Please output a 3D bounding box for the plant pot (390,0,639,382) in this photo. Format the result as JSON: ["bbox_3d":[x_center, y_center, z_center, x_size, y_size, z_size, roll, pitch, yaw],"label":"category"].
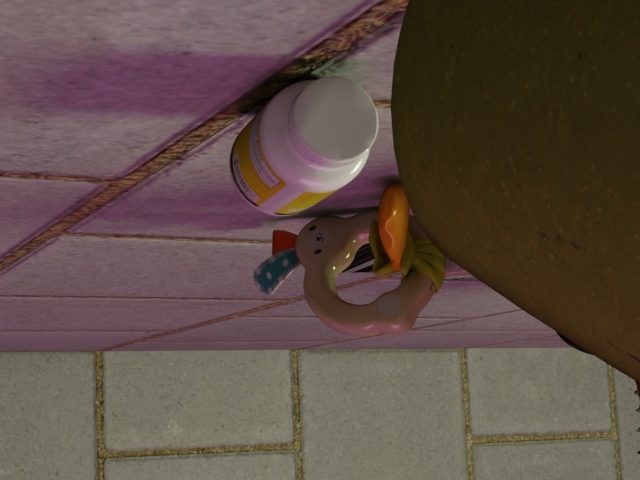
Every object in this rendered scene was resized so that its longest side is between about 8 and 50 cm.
[{"bbox_3d":[0.175,-0.037,0.345,0.294,0.274,0.275,10,-179,40],"label":"plant pot"}]

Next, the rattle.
[{"bbox_3d":[0.000,0.000,1.020,0.200,0.130,0.143,23,176,35],"label":"rattle"}]

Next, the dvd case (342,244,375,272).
[{"bbox_3d":[0.142,0.018,1.316,0.221,0.018,0.164,-1,172,-15],"label":"dvd case"}]

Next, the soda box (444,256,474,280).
[{"bbox_3d":[0.196,0.001,1.093,0.183,0.058,0.063,-4,171,15],"label":"soda box"}]

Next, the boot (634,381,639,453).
[{"bbox_3d":[0.287,0.118,1.025,0.088,0.176,0.244,9,-178,-11],"label":"boot"}]

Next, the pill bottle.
[{"bbox_3d":[-0.009,-0.055,0.672,0.065,0.065,0.116,1,171,-18],"label":"pill bottle"}]

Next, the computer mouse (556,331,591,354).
[{"bbox_3d":[0.444,0.096,1.558,0.272,0.188,0.072,7,143,18],"label":"computer mouse"}]
